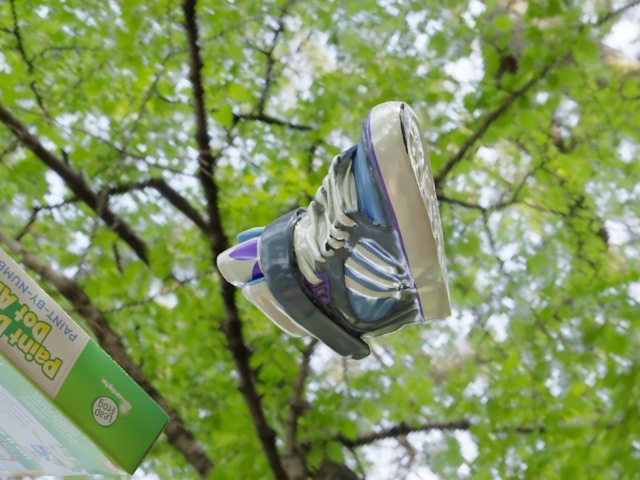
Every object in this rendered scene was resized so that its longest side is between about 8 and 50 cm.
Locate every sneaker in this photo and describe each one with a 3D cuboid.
[{"bbox_3d":[0.000,0.000,1.183,0.236,0.130,0.323,-7,-34,9],"label":"sneaker"}]

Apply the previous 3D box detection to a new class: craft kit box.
[{"bbox_3d":[-0.262,0.068,0.822,0.250,0.246,0.061,50,-124,-23],"label":"craft kit box"}]
